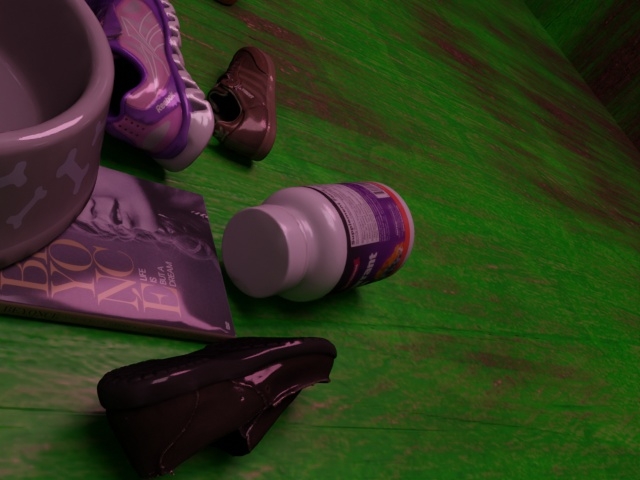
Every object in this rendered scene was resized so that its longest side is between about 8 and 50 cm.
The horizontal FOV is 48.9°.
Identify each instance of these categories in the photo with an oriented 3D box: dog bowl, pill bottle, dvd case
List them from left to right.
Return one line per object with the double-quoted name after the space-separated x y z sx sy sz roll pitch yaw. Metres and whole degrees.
-0.304 -0.137 0.479 0.348 0.102 0.349 26 37 -21 "dog bowl"
-0.177 -0.002 0.566 0.221 0.018 0.165 15 42 -38 "dvd case"
0.000 0.000 0.681 0.193 0.108 0.108 -11 61 -53 "pill bottle"

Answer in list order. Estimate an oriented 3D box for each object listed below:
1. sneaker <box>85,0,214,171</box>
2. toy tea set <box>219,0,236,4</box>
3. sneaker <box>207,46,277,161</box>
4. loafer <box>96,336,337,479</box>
-0.189 -0.176 0.673 0.104 0.095 0.236 9 47 -51 "sneaker"
-0.213 -0.481 0.975 0.336 0.124 0.200 27 36 -26 "toy tea set"
-0.095 -0.174 0.813 0.071 0.066 0.188 20 39 -32 "sneaker"
-0.067 0.117 0.519 0.220 0.080 0.079 -3 88 -52 "loafer"
